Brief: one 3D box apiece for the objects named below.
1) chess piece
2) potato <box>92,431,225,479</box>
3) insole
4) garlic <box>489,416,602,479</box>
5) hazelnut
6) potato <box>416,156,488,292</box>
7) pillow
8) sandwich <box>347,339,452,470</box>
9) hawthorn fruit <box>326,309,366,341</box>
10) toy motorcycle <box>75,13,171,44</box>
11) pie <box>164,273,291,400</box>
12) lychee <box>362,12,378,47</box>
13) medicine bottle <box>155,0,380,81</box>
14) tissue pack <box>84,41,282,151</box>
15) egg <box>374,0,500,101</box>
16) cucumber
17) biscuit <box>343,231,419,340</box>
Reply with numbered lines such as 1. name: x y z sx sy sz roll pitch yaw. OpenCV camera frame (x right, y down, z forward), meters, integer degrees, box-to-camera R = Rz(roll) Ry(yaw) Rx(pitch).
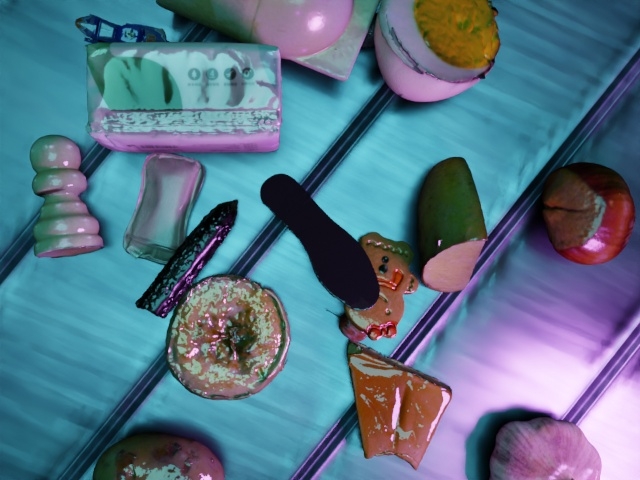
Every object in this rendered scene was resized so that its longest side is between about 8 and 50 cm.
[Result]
1. chess piece: -0.524 -0.093 1.493 0.133 0.133 0.243 -10 85 -3
2. potato: -0.325 0.471 1.494 0.262 0.165 0.165 0 91 -10
3. insole: 0.000 0.000 1.533 0.119 0.009 0.348 -38 80 -15
4. garlic: 0.477 0.497 1.495 0.245 0.253 0.245 -1 97 -11
5. hazelnut: 0.557 -0.055 1.539 0.181 0.181 0.212 5 89 25
6. potato: 0.251 -0.053 1.527 0.112 0.269 0.255 -1 63 -3
7. pillow: -0.326 -0.066 1.537 0.130 0.038 0.233 14 91 -6
8. sandwich: 0.129 0.357 1.561 0.245 0.063 0.212 25 91 -2
9. hawthorn fruit: 0.059 0.169 1.553 0.103 0.067 0.067 27 89 -2
10. toy motorcycle: -0.382 -0.406 1.492 0.205 0.114 0.076 13 91 -4
11. pie: -0.195 0.203 1.542 0.274 0.055 0.274 0 91 -4
12. lychee: 0.100 -0.444 1.549 0.083 0.068 0.067 -38 52 0
13. medicine bottle: -0.093 -0.490 1.448 0.406 0.236 0.236 23 89 -3
14. tissue pack: -0.253 -0.269 1.427 0.356 0.266 0.194 -1 91 -4
15. egg: 0.219 -0.409 1.510 0.264 0.174 0.286 31 66 -10
16. cucumber: -0.263 0.030 1.518 0.072 0.072 0.300 36 82 -3
17. biscuit: 0.120 0.094 1.536 0.166 0.036 0.226 20 70 -4
